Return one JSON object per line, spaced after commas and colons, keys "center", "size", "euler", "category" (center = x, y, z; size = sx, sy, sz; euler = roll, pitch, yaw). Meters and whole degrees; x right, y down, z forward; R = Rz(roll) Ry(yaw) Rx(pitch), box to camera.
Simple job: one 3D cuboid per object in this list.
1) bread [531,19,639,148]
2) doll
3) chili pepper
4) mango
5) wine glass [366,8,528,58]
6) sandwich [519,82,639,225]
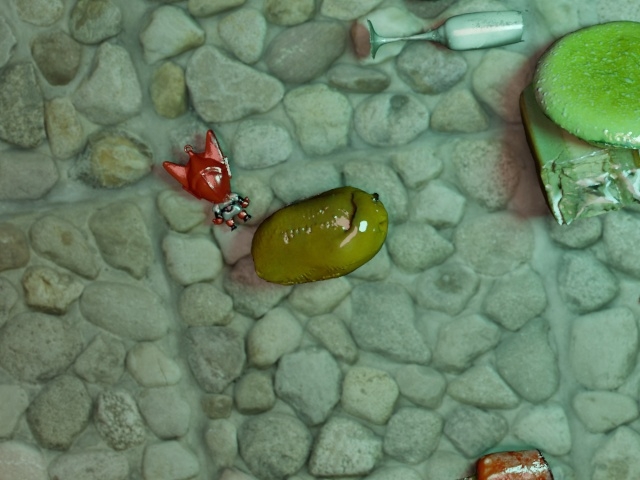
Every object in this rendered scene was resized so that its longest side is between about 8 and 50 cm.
{"center": [0.466, -0.243, 1.484], "size": [0.301, 0.301, 0.045], "euler": [0, 137, 9], "category": "bread"}
{"center": [-0.187, -0.096, 1.703], "size": [0.109, 0.057, 0.169], "euler": [-33, 92, 10], "category": "doll"}
{"center": [0.306, 0.412, 1.693], "size": [0.192, 0.084, 0.086], "euler": [-11, 80, 5], "category": "chili pepper"}
{"center": [0.000, 0.000, 1.646], "size": [0.248, 0.156, 0.151], "euler": [-21, 131, 12], "category": "mango"}
{"center": [0.210, -0.341, 1.603], "size": [0.262, 0.074, 0.074], "euler": [-4, 98, 7], "category": "wine glass"}
{"center": [0.409, -0.155, 1.532], "size": [0.155, 0.198, 0.227], "euler": [-17, 96, 11], "category": "sandwich"}
